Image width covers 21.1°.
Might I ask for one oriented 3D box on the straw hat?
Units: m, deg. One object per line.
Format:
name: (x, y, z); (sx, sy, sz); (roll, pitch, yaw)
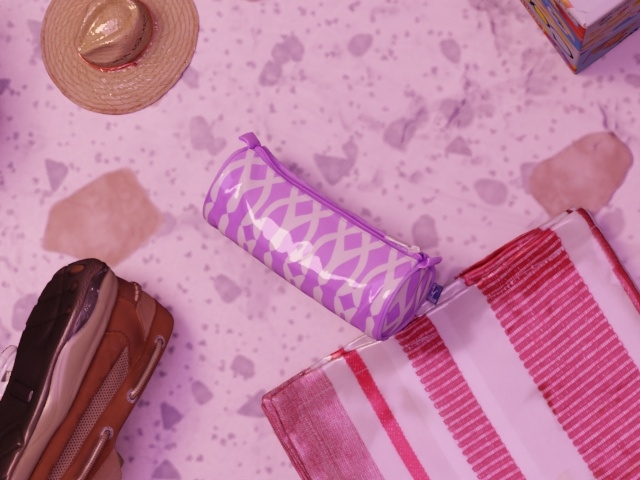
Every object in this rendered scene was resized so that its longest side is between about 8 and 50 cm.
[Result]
straw hat: (-0.180, -0.182, 1.482); (0.144, 0.061, 0.144); (0, 88, 6)

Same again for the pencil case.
pencil case: (0.000, 0.000, 1.426); (0.206, 0.086, 0.088); (32, 120, 17)

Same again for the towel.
towel: (0.143, 0.150, 1.448); (0.329, 0.037, 0.237); (-32, 86, 4)

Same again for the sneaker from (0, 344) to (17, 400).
sneaker: (-0.277, 0.147, 1.492); (0.044, 0.040, 0.109); (27, 92, 3)

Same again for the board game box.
board game box: (0.216, -0.241, 1.332); (0.144, 0.275, 0.142); (-36, 85, 4)

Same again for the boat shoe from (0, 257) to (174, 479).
boat shoe: (-0.219, 0.180, 1.440); (0.120, 0.122, 0.324); (27, 88, -28)
